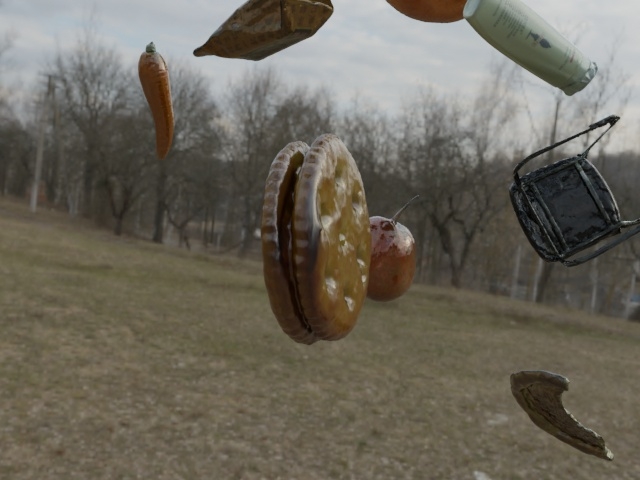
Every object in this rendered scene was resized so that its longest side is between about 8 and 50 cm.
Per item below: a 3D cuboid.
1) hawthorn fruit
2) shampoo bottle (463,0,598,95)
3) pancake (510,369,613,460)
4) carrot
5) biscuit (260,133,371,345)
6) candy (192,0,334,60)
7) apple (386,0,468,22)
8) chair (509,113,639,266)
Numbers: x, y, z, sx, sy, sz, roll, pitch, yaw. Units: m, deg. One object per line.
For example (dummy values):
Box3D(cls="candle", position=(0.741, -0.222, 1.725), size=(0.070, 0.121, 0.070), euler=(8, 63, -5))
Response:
Box3D(cls="hawthorn fruit", position=(0.096, 0.016, 1.333), size=(0.149, 0.189, 0.149), euler=(-4, 15, 1))
Box3D(cls="shampoo bottle", position=(0.292, -0.277, 1.051), size=(0.212, 0.072, 0.049), euler=(25, -4, -22))
Box3D(cls="pancake", position=(0.356, 0.254, 1.101), size=(0.190, 0.020, 0.184), euler=(37, -23, 6))
Box3D(cls="carrot", position=(-0.193, -0.164, 0.904), size=(0.035, 0.142, 0.035), euler=(-4, 23, 2))
Box3D(cls="biscuit", position=(0.000, 0.000, 0.797), size=(0.066, 0.221, 0.220), euler=(-4, 0, 18))
Box3D(cls="candy", position=(-0.101, -0.377, 1.344), size=(0.143, 0.101, 0.271), euler=(-11, -4, -45))
Box3D(cls="apple", position=(0.216, -0.550, 1.363), size=(0.299, 0.275, 0.299), euler=(-8, -20, -3))
Box3D(cls="chair", position=(0.324, -0.046, 0.982), size=(0.145, 0.140, 0.221), euler=(-26, -8, 0))
